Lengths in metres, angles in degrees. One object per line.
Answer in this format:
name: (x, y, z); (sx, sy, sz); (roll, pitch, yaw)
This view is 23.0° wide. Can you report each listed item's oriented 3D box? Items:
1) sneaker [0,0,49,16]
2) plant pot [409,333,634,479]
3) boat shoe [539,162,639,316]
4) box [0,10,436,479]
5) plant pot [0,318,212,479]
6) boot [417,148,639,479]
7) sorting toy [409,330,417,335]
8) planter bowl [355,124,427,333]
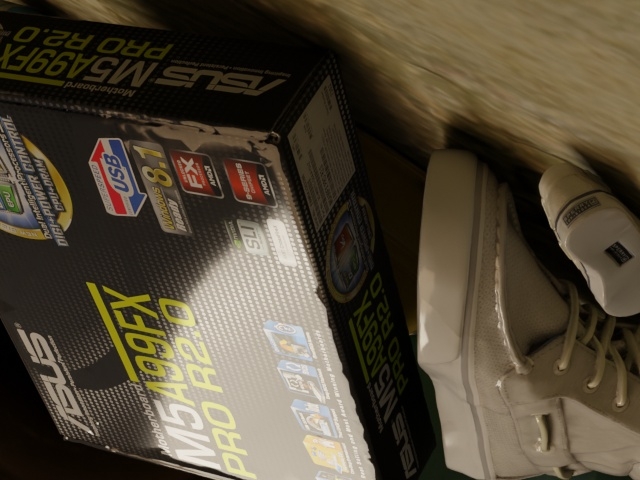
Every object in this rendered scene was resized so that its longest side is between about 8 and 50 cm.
sneaker: (-0.176, -0.087, 1.072); (0.086, 0.085, 0.237); (35, 176, 23)
plant pot: (0.129, 0.155, 0.951); (0.165, 0.166, 0.234); (39, 152, -20)
boat shoe: (0.110, -0.002, 0.616); (0.100, 0.035, 0.035); (36, -160, -54)
box: (-0.071, 0.017, 0.777); (0.216, 0.060, 0.270); (10, 138, 26)
plant pot: (-0.151, 0.052, 1.085); (0.263, 0.263, 0.229); (35, 177, -13)
boot: (0.114, 0.042, 0.733); (0.123, 0.095, 0.258); (3, 153, 12)
sorting toy: (-0.009, 0.009, 1.144); (0.347, 0.047, 0.196); (25, 163, 34)
planter bowl: (0.000, 0.000, 0.862); (0.217, 0.090, 0.217); (32, 173, 4)
